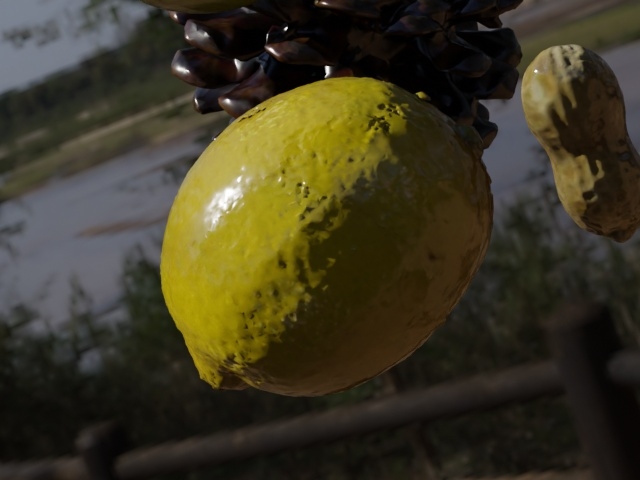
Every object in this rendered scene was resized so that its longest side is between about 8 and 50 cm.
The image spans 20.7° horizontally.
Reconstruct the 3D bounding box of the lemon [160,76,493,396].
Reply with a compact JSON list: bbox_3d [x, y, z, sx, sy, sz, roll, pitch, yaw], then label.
[{"bbox_3d":[0.003,-0.003,1.353,0.263,0.236,0.236,-29,8,-11],"label":"lemon"}]

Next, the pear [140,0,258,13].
[{"bbox_3d":[-0.084,-0.220,0.995,0.166,0.180,0.216,-5,1,32],"label":"pear"}]

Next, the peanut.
[{"bbox_3d":[0.223,-0.080,1.455,0.089,0.193,0.089,-17,28,9],"label":"peanut"}]

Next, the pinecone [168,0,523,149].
[{"bbox_3d":[0.022,-0.209,1.856,0.397,0.398,0.398,-21,6,2],"label":"pinecone"}]
